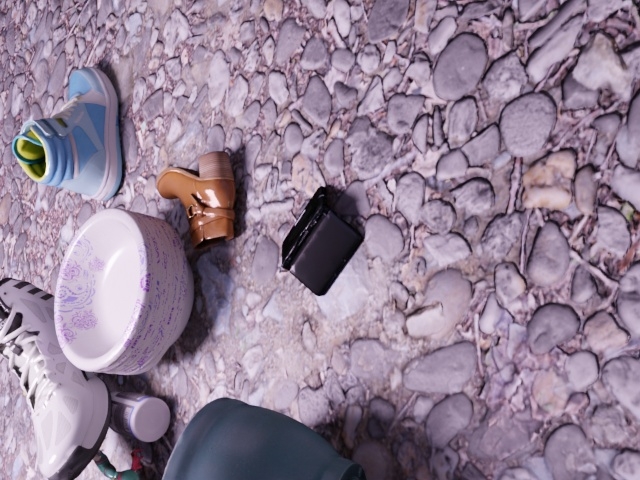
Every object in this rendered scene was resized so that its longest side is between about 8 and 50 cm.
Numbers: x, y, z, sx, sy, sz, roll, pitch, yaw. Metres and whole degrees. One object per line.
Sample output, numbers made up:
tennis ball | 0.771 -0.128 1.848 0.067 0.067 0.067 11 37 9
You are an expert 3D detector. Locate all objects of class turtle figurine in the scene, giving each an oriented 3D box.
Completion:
turtle figurine | -0.375 0.460 1.504 0.175 0.118 0.234 -102 30 -44

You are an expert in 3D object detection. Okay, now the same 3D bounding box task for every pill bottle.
pill bottle | -0.336 0.311 1.516 0.137 0.078 0.078 0 83 48

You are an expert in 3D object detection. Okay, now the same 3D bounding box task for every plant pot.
plant pot | -0.054 0.357 1.079 0.196 0.293 0.292 2 84 22

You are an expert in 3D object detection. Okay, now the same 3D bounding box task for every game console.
game console | 0.000 0.000 1.255 0.122 0.071 0.107 -55 18 24

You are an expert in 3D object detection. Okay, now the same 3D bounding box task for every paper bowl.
paper bowl | -0.332 0.093 1.492 0.284 0.148 0.284 -15 69 42

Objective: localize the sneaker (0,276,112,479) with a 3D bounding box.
sneaker | -0.527 0.232 1.517 0.169 0.257 0.447 -45 33 12

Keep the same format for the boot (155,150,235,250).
boot | -0.218 -0.056 1.463 0.197 0.073 0.152 -19 73 47

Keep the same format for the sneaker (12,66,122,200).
sneaker | -0.525 -0.241 1.730 0.127 0.208 0.318 -38 56 39
